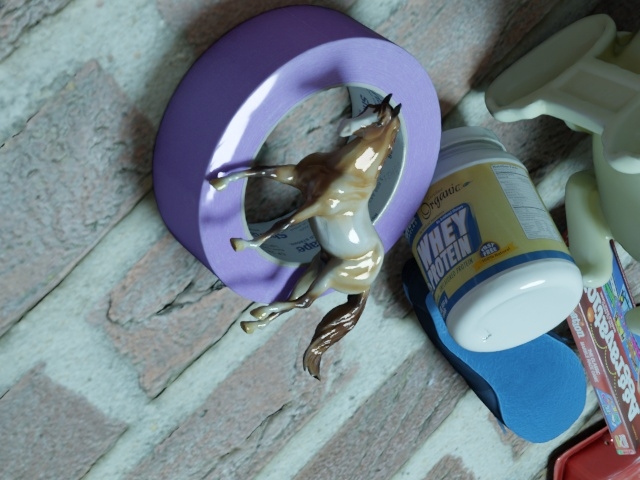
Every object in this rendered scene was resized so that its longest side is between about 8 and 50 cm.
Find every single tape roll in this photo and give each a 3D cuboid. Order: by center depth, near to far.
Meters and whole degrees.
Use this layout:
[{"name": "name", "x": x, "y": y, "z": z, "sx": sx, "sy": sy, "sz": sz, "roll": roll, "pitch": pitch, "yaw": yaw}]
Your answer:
[{"name": "tape roll", "x": -0.019, "y": -0.078, "z": 1.279, "sx": 0.275, "sy": 0.090, "sz": 0.274, "roll": -21, "pitch": 129, "yaw": -28}]

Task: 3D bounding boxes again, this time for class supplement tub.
[{"name": "supplement tub", "x": 0.165, "y": -0.002, "z": 1.380, "sx": 0.144, "sy": 0.199, "sz": 0.144, "roll": -17, "pitch": 150, "yaw": -10}]

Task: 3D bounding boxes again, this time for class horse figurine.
[{"name": "horse figurine", "x": 0.000, "y": 0.000, "z": 1.236, "sx": 0.174, "sy": 0.066, "sz": 0.263, "roll": -24, "pitch": 129, "yaw": -18}]

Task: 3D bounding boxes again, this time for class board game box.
[{"name": "board game box", "x": 0.350, "y": 0.106, "z": 1.645, "sx": 0.145, "sy": 0.027, "sz": 0.281, "roll": -51, "pitch": 125, "yaw": -46}]

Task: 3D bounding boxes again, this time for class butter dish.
[{"name": "butter dish", "x": 0.418, "y": 0.351, "z": 1.920, "sx": 0.160, "sy": 0.118, "sz": 0.160, "roll": -27, "pitch": 132, "yaw": -25}]

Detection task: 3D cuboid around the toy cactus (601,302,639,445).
[{"name": "toy cactus", "x": 0.434, "y": 0.161, "z": 1.837, "sx": 0.180, "sy": 0.112, "sz": 0.219, "roll": -39, "pitch": 137, "yaw": -41}]

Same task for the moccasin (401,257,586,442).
[{"name": "moccasin", "x": 0.210, "y": 0.114, "z": 1.582, "sx": 0.138, "sy": 0.117, "sz": 0.342, "roll": -41, "pitch": 133, "yaw": -3}]

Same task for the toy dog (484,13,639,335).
[{"name": "toy dog", "x": 0.421, "y": -0.066, "z": 1.475, "sx": 0.395, "sy": 0.284, "sz": 0.408, "roll": -44, "pitch": 124, "yaw": -18}]
